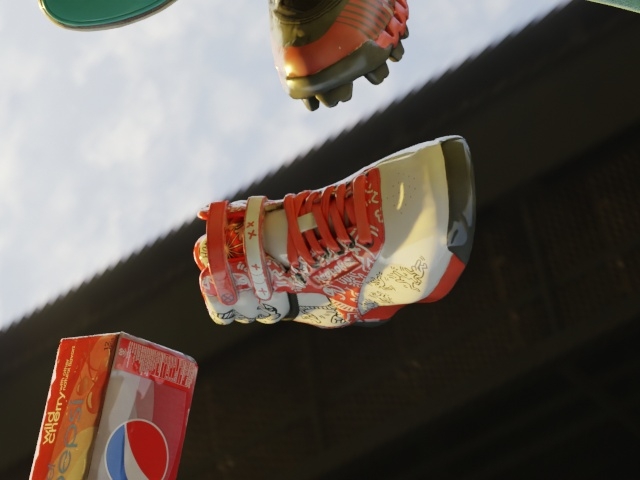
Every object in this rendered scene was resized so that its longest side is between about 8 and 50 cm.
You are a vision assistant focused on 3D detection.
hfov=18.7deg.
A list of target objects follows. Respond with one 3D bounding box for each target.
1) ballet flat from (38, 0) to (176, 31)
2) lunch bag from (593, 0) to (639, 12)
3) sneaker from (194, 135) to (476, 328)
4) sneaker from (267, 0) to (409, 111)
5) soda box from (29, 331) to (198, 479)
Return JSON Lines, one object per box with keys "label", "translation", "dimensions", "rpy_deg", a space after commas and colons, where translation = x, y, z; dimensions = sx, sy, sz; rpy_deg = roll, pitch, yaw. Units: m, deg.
{"label": "ballet flat", "translation": [-0.118, -0.247, 1.626], "dimensions": [0.248, 0.086, 0.086], "rpy_deg": [-24, -131, 14]}
{"label": "lunch bag", "translation": [0.121, -0.239, 0.966], "dimensions": [0.262, 0.223, 0.160], "rpy_deg": [17, -115, 8]}
{"label": "sneaker", "translation": [0.000, 0.001, 1.272], "dimensions": [0.270, 0.145, 0.090], "rpy_deg": [134, -44, -68]}
{"label": "sneaker", "translation": [0.000, -0.202, 1.291], "dimensions": [0.097, 0.135, 0.276], "rpy_deg": [-17, -142, 21]}
{"label": "soda box", "translation": [-0.174, 0.208, 1.506], "dimensions": [0.092, 0.083, 0.263], "rpy_deg": [-9, -116, 51]}
